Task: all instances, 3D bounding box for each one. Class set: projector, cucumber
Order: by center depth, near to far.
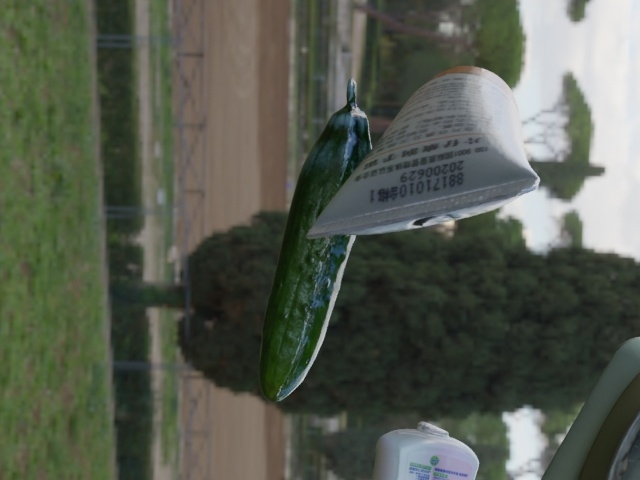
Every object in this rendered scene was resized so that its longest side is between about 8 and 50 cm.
[{"bbox_3d":[0.281,0.184,0.881,0.242,0.177,0.163,37,82,-48],"label":"projector"},{"bbox_3d":[0.000,0.000,0.948,0.056,0.056,0.250,70,35,-86],"label":"cucumber"}]

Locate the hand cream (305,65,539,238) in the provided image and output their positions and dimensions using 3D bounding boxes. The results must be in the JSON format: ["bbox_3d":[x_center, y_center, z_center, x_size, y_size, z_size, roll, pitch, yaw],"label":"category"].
[{"bbox_3d":[0.091,-0.060,0.859,0.314,0.139,0.089,-44,121,-69],"label":"hand cream"}]

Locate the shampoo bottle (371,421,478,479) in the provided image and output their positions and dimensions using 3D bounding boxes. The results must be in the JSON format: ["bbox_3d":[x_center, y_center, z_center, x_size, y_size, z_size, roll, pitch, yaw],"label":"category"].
[{"bbox_3d":[0.062,0.166,0.804,0.043,0.072,0.099,-7,-110,66],"label":"shampoo bottle"}]
